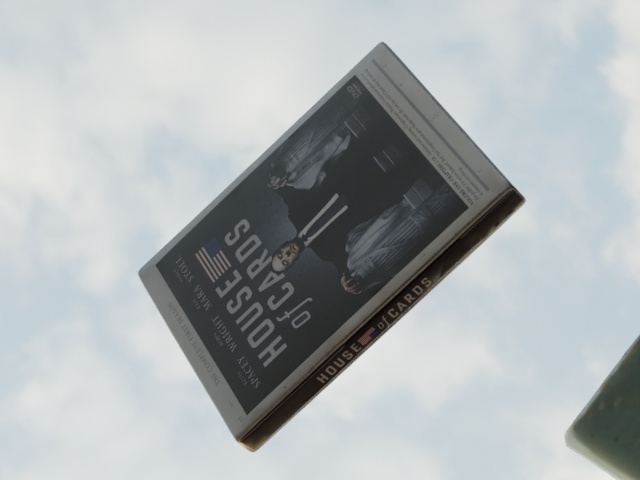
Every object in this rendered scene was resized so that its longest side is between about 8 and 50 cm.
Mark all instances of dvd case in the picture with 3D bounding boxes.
[{"bbox_3d":[0.000,0.000,1.110,0.238,0.179,0.029,-43,-43,7],"label":"dvd case"}]

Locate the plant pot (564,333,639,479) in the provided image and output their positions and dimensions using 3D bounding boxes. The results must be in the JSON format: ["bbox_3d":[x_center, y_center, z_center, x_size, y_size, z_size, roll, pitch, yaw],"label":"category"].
[{"bbox_3d":[0.276,0.028,0.550,0.252,0.248,0.247,40,-68,15],"label":"plant pot"}]
